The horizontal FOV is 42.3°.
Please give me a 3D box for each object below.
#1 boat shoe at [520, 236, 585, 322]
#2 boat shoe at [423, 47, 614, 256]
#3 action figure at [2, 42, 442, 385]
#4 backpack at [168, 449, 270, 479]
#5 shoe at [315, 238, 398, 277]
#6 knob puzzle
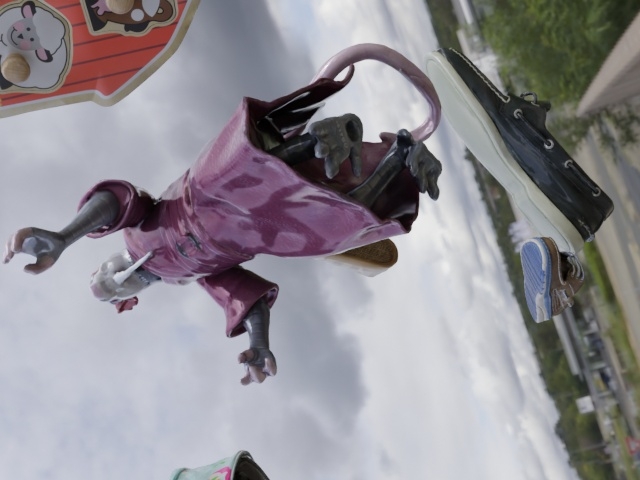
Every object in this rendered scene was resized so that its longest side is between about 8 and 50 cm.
[{"bbox_3d":[0.294,0.041,1.045,0.183,0.066,0.066,66,-174,-61],"label":"boat shoe"},{"bbox_3d":[0.278,-0.142,1.132,0.340,0.113,0.127,52,175,4],"label":"boat shoe"},{"bbox_3d":[-0.097,-0.036,0.759,0.248,0.370,0.275,43,-137,-29],"label":"action figure"},{"bbox_3d":[-0.115,0.395,1.018,0.225,0.191,0.253,-91,-14,-56],"label":"backpack"},{"bbox_3d":[0.000,0.000,1.153,0.058,0.219,0.076,133,156,-58],"label":"shoe"},{"bbox_3d":[-0.166,-0.173,0.563,0.213,0.213,0.030,59,-177,-40],"label":"knob puzzle"}]
